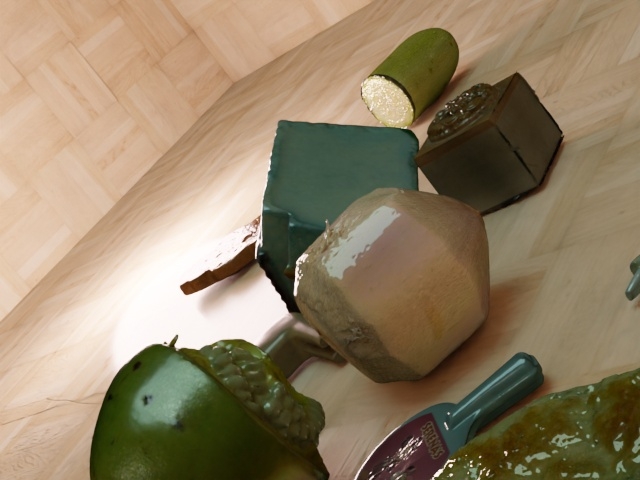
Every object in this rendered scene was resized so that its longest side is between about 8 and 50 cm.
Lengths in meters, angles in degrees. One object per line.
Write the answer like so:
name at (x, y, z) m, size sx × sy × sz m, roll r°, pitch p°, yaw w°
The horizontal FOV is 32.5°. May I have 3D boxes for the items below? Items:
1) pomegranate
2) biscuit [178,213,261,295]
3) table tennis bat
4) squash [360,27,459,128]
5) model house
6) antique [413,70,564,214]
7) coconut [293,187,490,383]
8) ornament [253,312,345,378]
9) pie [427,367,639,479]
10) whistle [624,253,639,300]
pomegranate at (-0.097, 0.237, 1.128) m, size 0.260 × 0.260 × 0.340 m, roll -43°, pitch 42°, yaw -15°
biscuit at (-0.149, 0.013, 2.139) m, size 0.295 × 0.044 × 0.186 m, roll -34°, pitch 14°, yaw 11°
table tennis bat at (0.124, 0.199, 1.106) m, size 0.244 × 0.040 × 0.153 m, roll -41°, pitch 16°, yaw 8°
squash at (0.197, -0.342, 2.195) m, size 0.132 × 0.132 × 0.247 m, roll -15°, pitch 28°, yaw 53°
model house at (0.025, -0.004, 1.636) m, size 0.230 × 0.249 × 0.280 m, roll 4°, pitch 39°, yaw 4°
antique at (0.237, -0.138, 1.559) m, size 0.152 × 0.148 × 0.147 m, roll -27°, pitch 18°, yaw 39°
coconut at (0.093, 0.041, 1.277) m, size 0.234 × 0.224 × 0.224 m, roll -52°, pitch 18°, yaw -3°
ornament at (-0.094, 0.190, 1.525) m, size 0.230 × 0.061 × 0.245 m, roll -44°, pitch 19°, yaw -11°
pie at (0.193, 0.216, 0.845) m, size 0.371 × 0.078 × 0.296 m, roll -16°, pitch 28°, yaw 49°
whistle at (0.339, 0.022, 1.119) m, size 0.100 × 0.035 × 0.035 m, roll -48°, pitch 19°, yaw -24°
